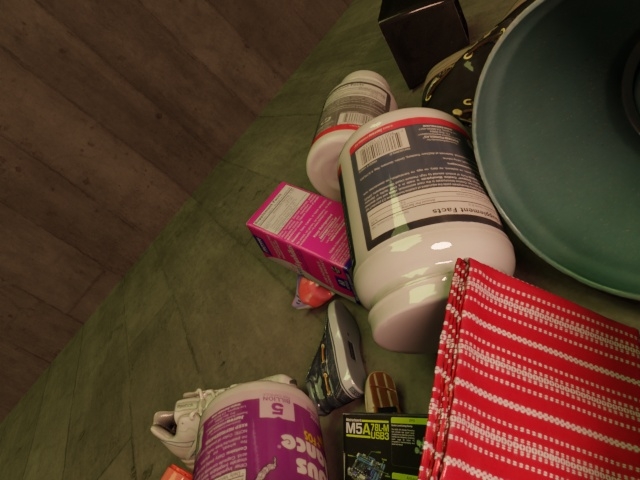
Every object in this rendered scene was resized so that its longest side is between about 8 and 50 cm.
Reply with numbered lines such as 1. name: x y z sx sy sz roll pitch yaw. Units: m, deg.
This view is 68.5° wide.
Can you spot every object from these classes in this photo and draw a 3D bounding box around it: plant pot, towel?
1. plant pot: 0.324 -0.117 0.440 0.196 0.293 0.293 -31 19 -25
2. plant pot: 0.259 -0.519 1.143 0.167 0.188 0.187 -18 39 28
3. towel: 0.178 0.156 0.367 0.031 0.199 0.275 120 172 -56

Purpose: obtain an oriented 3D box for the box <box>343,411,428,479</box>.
1. box: 0.096 0.256 0.431 0.190 0.045 0.184 -23 58 47

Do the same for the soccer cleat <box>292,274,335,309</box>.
1. soccer cleat: -0.001 0.025 0.927 0.095 0.083 0.248 -32 34 39

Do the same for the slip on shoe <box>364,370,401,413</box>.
1. slip on shoe: 0.077 0.231 0.582 0.135 0.051 0.041 -98 14 -47

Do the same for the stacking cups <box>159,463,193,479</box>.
1. stacking cups: -0.292 0.508 0.714 0.096 0.096 0.316 -9 47 52

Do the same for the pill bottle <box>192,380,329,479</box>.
1. pill bottle: -0.064 0.323 0.527 0.169 0.169 0.301 -41 28 15

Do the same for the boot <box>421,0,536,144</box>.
1. boot: 0.283 -0.238 0.770 0.377 0.138 0.284 -16 40 53

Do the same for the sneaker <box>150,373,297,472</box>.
1. sneaker: -0.161 0.290 0.761 0.297 0.129 0.111 -35 28 24

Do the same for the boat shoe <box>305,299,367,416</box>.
1. boat shoe: 0.015 0.173 0.719 0.083 0.065 0.183 -37 30 19

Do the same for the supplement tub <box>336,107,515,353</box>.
1. supplement tub: 0.128 -0.015 0.599 0.191 0.191 0.272 -31 50 32

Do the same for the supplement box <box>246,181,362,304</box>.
1. supplement box: 0.000 0.000 0.803 0.220 0.111 0.114 24 65 33

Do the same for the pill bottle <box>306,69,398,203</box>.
1. pill bottle: 0.081 -0.243 1.038 0.176 0.176 0.318 -28 33 36
